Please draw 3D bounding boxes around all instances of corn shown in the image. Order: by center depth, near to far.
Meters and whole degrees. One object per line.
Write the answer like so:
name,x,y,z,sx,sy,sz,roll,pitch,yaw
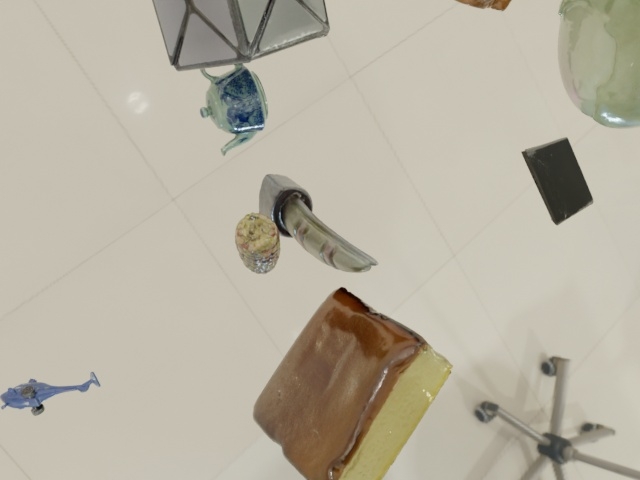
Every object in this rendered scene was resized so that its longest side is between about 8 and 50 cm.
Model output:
corn,-0.121,0.016,1.288,0.086,0.253,0.086,1,74,-3

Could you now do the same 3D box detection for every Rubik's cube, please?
Rubik's cube,-0.169,-0.494,1.306,0.260,0.259,0.254,-30,116,-39

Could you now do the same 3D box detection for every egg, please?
egg,0.492,-0.324,0.966,0.278,0.278,0.336,41,91,-21

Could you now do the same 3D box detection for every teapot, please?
teapot,-0.210,-0.317,1.511,0.159,0.159,0.232,-25,115,-26

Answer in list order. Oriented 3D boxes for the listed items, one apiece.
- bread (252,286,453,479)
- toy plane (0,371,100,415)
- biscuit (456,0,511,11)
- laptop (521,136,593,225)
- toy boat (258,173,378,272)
bread,0.051,0.284,1.264,0.143,0.324,0.333,39,82,-31
toy plane,-0.461,0.253,1.109,0.167,0.062,0.054,-8,123,3
biscuit,0.196,-0.478,1.180,0.306,0.284,0.043,17,116,1
laptop,0.409,-0.105,1.125,0.197,0.016,0.135,-19,86,-48
toy boat,-0.019,-0.016,1.453,0.111,0.276,0.293,-43,87,-8
